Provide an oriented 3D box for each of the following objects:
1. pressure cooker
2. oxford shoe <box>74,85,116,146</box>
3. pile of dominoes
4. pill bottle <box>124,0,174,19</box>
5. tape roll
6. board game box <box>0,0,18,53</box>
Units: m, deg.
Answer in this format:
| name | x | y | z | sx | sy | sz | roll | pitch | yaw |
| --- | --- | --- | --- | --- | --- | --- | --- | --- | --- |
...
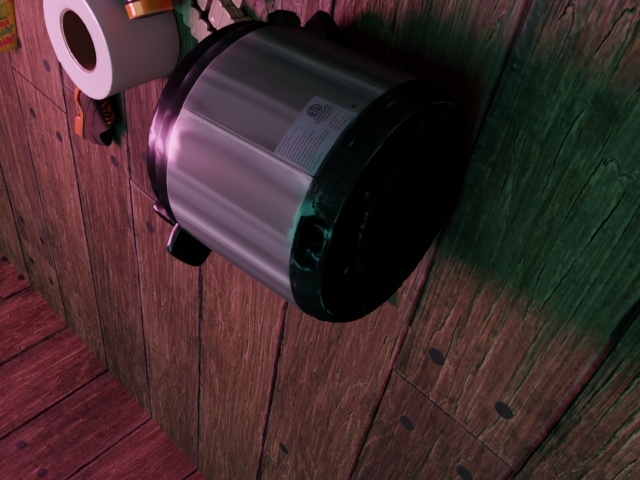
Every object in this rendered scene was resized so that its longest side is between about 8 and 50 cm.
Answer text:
| name | x | y | z | sx | sy | sz | roll | pitch | yaw |
| --- | --- | --- | --- | --- | --- | --- | --- | --- | --- |
| pressure cooker | -0.042 | -0.128 | 0.996 | 0.420 | 0.370 | 0.375 | 30 | 133 | 28 |
| oxford shoe | -0.559 | -0.345 | 1.704 | 0.098 | 0.097 | 0.271 | 32 | 147 | 0 |
| pile of dominoes | -0.207 | -0.458 | 1.243 | 0.251 | 0.040 | 0.196 | 57 | 147 | 14 |
| pill bottle | -0.348 | -0.539 | 1.234 | 0.130 | 0.130 | 0.245 | 5 | 116 | 48 |
| tape roll | -0.434 | -0.437 | 1.395 | 0.246 | 0.169 | 0.246 | 31 | 138 | 33 |
| board game box | -0.919 | -0.618 | 1.901 | 0.043 | 0.092 | 0.181 | 43 | 143 | 17 |
